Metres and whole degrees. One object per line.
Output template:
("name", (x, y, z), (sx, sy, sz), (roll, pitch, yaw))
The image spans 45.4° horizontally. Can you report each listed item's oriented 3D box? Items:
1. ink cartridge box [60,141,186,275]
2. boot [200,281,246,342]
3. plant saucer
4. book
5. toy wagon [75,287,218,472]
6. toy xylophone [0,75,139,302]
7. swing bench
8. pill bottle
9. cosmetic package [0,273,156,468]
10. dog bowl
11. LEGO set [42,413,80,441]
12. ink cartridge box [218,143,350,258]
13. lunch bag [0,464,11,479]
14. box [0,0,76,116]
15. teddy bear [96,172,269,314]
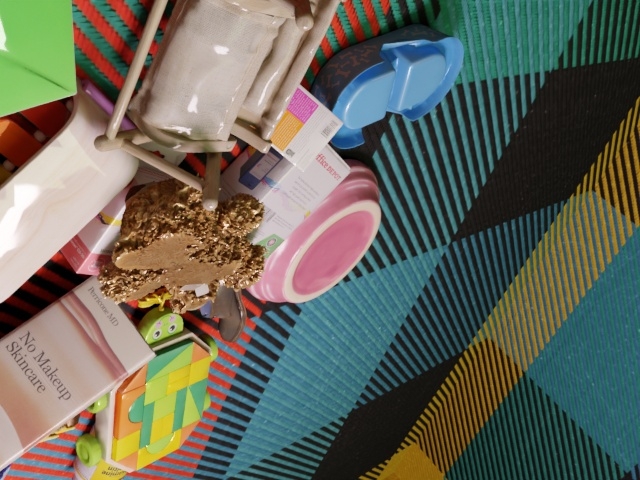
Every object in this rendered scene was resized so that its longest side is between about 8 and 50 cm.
("ink cartridge box", (-0.262, -0.042, 1.074), (0.198, 0.067, 0.115), (-52, 152, 14))
("boot", (-0.195, 0.112, 1.394), (0.106, 0.082, 0.219), (-14, 132, -28))
("plant saucer", (0.000, 0.000, 1.463), (0.332, 0.084, 0.332), (-37, 154, -22))
("book", (-0.049, -0.181, 1.114), (0.144, 0.035, 0.096), (39, 94, -23))
("toy wagon", (-0.295, 0.248, 1.351), (0.267, 0.068, 0.345), (-19, 130, -47))
("toy xylophone", (-0.362, -0.062, 0.886), (0.322, 0.081, 0.236), (-38, 141, -7))
("swing bench", (-0.108, -0.212, 0.910), (0.253, 0.165, 0.255), (-60, -178, 26))
("pill bottle", (-0.417, 0.420, 1.487), (0.103, 0.103, 0.184), (-4, 133, -52))
("cosmetic package", (-0.400, 0.196, 1.099), (0.296, 0.153, 0.129), (-38, -179, -15))
("dog bowl", (0.107, -0.262, 1.261), (0.297, 0.074, 0.166), (-27, 149, -29))
("LEGO set", (-0.491, 0.278, 1.228), (0.132, 0.107, 0.287), (-18, 175, 34))
("ink cartridge box", (-0.071, -0.089, 1.244), (0.212, 0.093, 0.154), (-44, 154, 5))
("lunch bag", (-0.569, 0.399, 1.207), (0.151, 0.096, 0.129), (-28, -175, -14))
("box", (-0.291, -0.254, 0.547), (0.126, 0.231, 0.262), (-25, 148, -32))
("teddy bear", (-0.187, 0.006, 1.069), (0.245, 0.113, 0.338), (-31, 157, 17))
